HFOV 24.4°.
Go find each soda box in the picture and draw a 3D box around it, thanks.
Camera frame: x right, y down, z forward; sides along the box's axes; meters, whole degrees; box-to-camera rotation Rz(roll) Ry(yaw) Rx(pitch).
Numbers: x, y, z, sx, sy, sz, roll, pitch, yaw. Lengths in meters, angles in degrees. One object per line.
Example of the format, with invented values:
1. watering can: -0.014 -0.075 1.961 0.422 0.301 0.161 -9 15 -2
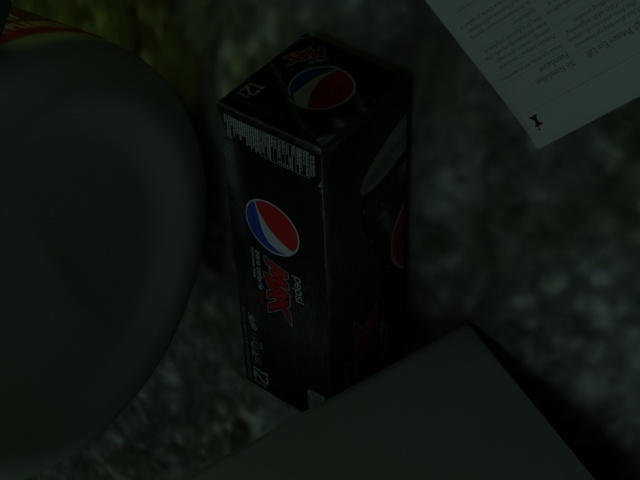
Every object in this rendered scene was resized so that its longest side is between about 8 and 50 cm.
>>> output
1. soda box: 0.000 0.000 0.632 0.053 0.060 0.169 29 142 27

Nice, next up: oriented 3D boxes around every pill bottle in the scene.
1. pill bottle: -0.252 -0.040 0.730 0.363 0.210 0.210 22 138 31

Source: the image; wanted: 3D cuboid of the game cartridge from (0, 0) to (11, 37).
1. game cartridge: -0.281 -0.175 0.474 0.230 0.068 0.355 13 158 27

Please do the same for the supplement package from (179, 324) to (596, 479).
1. supplement package: 0.018 0.216 0.668 0.198 0.199 0.263 52 149 23

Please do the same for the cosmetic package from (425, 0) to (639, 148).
1. cosmetic package: 0.117 -0.114 0.390 0.099 0.060 0.239 53 145 -7
